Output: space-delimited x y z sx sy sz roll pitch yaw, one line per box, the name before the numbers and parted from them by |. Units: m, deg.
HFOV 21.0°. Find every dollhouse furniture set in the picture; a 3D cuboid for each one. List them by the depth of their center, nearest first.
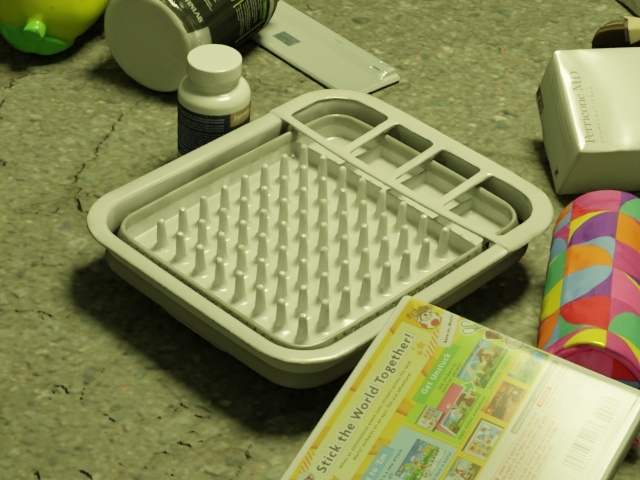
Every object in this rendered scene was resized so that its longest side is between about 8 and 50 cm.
dollhouse furniture set | 0.284 -0.152 1.708 0.081 0.091 0.114 -5 37 13

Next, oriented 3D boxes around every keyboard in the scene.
keyboard | -0.028 -0.212 1.810 0.072 0.014 0.256 -29 47 -30

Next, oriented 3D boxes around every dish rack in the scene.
dish rack | 0.000 0.000 1.468 0.285 0.072 0.333 33 45 32

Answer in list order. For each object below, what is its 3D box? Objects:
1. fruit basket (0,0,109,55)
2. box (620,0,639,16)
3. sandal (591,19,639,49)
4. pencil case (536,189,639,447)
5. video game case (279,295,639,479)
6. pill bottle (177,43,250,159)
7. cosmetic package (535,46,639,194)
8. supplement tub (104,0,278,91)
fruit basket | -0.240 -0.370 1.812 0.392 0.392 0.283 28 17 30
box | 0.443 -0.286 1.862 0.182 0.119 0.181 -11 38 -20
sandal | 0.388 -0.190 1.759 0.219 0.090 0.060 9 39 20
pencil case | 0.225 0.059 1.391 0.104 0.104 0.236 9 38 8
video game case | 0.097 0.161 1.240 0.206 0.026 0.227 22 57 22
pill bottle | -0.097 -0.114 1.573 0.067 0.120 0.067 2 36 -2
cosmetic package | 0.328 -0.115 1.615 0.231 0.085 0.117 -4 62 -11
supplement tub | -0.120 -0.239 1.742 0.117 0.117 0.190 22 41 23
